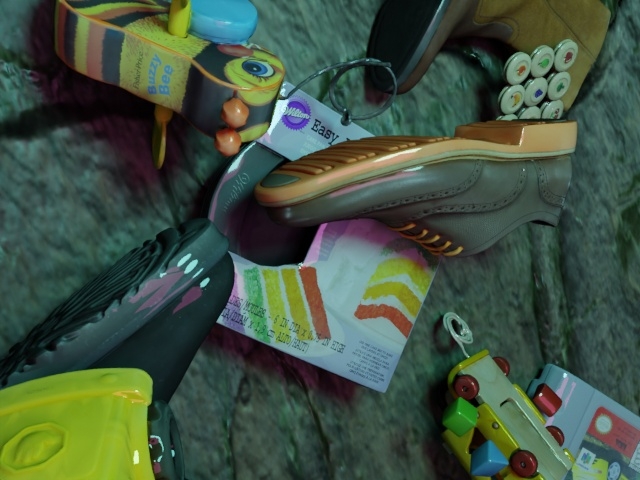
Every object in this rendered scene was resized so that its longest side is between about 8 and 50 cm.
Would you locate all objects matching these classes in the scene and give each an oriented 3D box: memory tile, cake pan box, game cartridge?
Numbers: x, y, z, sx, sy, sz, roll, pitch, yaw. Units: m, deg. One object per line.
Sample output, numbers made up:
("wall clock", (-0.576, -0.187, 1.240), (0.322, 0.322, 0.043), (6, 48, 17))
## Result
("memory tile", (0.251, -0.159, 0.864), (0.113, 0.012, 0.148), (-18, 131, -25))
("cake pan box", (0.000, 0.000, 0.762), (0.267, 0.070, 0.245), (29, 80, -25))
("game cartridge", (0.365, 0.312, 0.980), (0.294, 0.060, 0.196), (31, 85, -25))

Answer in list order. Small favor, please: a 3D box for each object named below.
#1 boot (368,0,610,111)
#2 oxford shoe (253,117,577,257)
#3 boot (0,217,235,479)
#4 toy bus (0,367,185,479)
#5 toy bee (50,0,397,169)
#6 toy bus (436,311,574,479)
("boot", (0.205, -0.232, 0.853), (0.280, 0.096, 0.264), (30, 80, -37))
("oxford shoe", (0.111, -0.039, 0.708), (0.364, 0.130, 0.132), (-10, 104, -25))
("boot", (-0.103, 0.248, 0.659), (0.367, 0.146, 0.445), (-38, 107, 6))
("toy bus", (-0.154, 0.226, 0.465), (0.150, 0.211, 0.220), (-12, 113, -8))
("toy bee", (-0.092, -0.145, 0.596), (0.298, 0.162, 0.195), (-1, 126, 9))
("toy bus", (0.192, 0.217, 0.849), (0.191, 0.202, 0.104), (30, 123, -19))
